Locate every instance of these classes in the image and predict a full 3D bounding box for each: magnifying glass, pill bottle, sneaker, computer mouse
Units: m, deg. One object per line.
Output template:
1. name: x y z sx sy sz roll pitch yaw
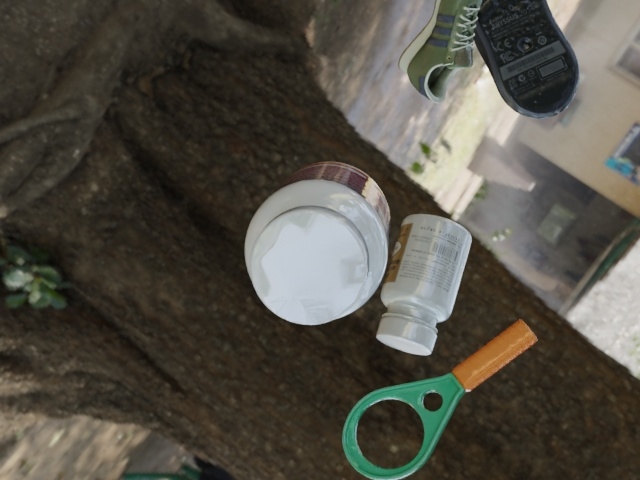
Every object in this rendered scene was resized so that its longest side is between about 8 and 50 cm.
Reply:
1. magnifying glass: 0.123 0.161 0.898 0.231 0.092 0.026 -36 156 -2
2. pill bottle: 0.000 0.000 0.541 0.086 0.086 0.152 -57 -179 12
3. pill bottle: 0.179 0.080 1.547 0.131 0.131 0.229 94 14 -73
4. sneaker: 0.173 -0.255 1.091 0.064 0.086 0.192 -7 148 -34
5. computer mouse: 0.291 -0.309 1.265 0.188 0.272 0.072 -20 -177 6
